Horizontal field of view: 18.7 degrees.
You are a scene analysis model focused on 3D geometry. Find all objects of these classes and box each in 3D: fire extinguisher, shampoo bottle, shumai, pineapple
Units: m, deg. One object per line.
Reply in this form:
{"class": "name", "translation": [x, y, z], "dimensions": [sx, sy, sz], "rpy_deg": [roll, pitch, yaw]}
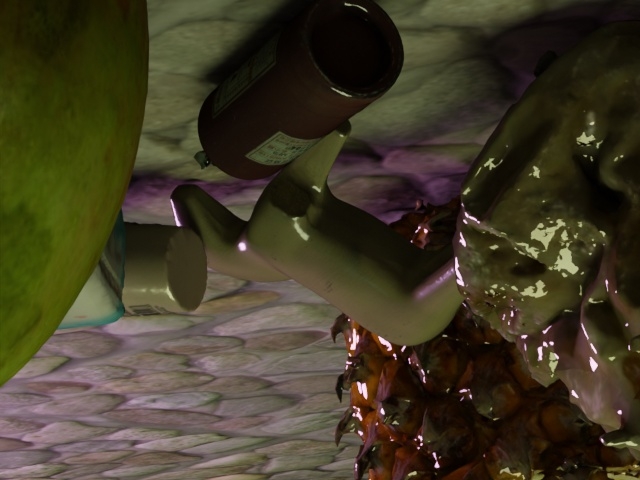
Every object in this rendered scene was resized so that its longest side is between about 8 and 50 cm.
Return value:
{"class": "fire extinguisher", "translation": [-0.019, -0.091, 1.260], "dimensions": [0.099, 0.071, 0.231], "rpy_deg": [-31, 179, -29]}
{"class": "shampoo bottle", "translation": [-0.220, 0.023, 1.520], "dimensions": [0.257, 0.078, 0.127], "rpy_deg": [-2, 174, 20]}
{"class": "shumai", "translation": [0.265, 0.027, 1.301], "dimensions": [0.267, 0.262, 0.314], "rpy_deg": [-48, 149, 4]}
{"class": "pineapple", "translation": [0.179, 0.107, 1.627], "dimensions": [0.352, 0.300, 0.352], "rpy_deg": [-6, 166, -2]}

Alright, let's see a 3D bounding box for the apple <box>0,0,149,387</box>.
{"class": "apple", "translation": [-0.235, -0.067, 0.782], "dimensions": [0.339, 0.339, 0.339], "rpy_deg": [-7, 165, -2]}

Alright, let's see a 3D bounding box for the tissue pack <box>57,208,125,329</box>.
{"class": "tissue pack", "translation": [-0.244, -0.015, 1.316], "dimensions": [0.201, 0.124, 0.271], "rpy_deg": [-8, 166, -1]}

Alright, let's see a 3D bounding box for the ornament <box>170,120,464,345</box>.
{"class": "ornament", "translation": [0.000, 0.000, 1.470], "dimensions": [0.230, 0.061, 0.245], "rpy_deg": [33, 145, -3]}
